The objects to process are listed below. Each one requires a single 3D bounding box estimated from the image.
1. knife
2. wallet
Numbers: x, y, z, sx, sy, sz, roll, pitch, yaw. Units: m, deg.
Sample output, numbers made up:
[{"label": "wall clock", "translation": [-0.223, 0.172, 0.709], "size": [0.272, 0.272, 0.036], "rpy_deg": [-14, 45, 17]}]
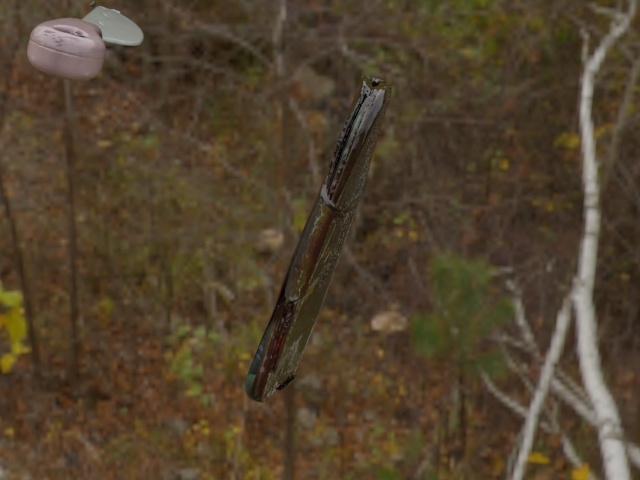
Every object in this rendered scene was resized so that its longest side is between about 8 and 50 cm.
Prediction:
[{"label": "knife", "translation": [-0.219, -0.210, 1.383], "size": [0.081, 0.043, 0.336], "rpy_deg": [16, 18, -2]}, {"label": "wallet", "translation": [0.000, 0.000, 1.050], "size": [0.031, 0.255, 0.137], "rpy_deg": [20, 11, 4]}]
